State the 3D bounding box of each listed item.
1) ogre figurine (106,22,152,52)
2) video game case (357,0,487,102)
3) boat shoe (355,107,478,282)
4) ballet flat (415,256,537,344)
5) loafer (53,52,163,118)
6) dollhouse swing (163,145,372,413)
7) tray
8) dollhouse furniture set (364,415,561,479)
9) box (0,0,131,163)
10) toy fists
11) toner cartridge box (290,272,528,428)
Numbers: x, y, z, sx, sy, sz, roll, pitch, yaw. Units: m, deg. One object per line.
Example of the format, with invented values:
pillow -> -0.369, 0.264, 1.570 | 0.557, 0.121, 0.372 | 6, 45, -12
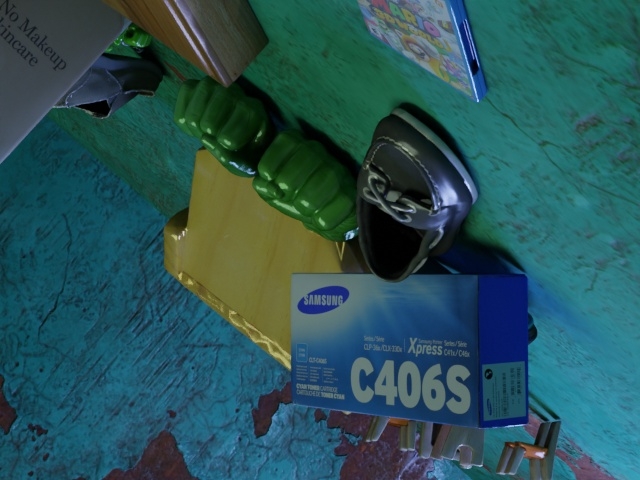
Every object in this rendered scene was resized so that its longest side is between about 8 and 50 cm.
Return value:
ogre figurine -> -0.319, -0.294, 1.989 | 0.118, 0.197, 0.096 | -134, 44, -63
video game case -> 0.069, -0.177, 1.205 | 0.119, 0.015, 0.166 | 37, 170, 24
boat shoe -> 0.087, -0.030, 1.578 | 0.112, 0.095, 0.335 | 38, 171, 13
ballet flat -> 0.165, 0.096, 1.850 | 0.280, 0.095, 0.096 | 36, 128, 57
loafer -> -0.299, -0.208, 2.082 | 0.094, 0.087, 0.251 | 12, -174, 27
dollhouse swing -> 0.000, 0.000, 2.140 | 0.347, 0.315, 0.305 | 37, 128, 21
tray -> -0.197, -0.312, 1.472 | 0.203, 0.076, 0.411 | 37, 171, 25
dollhouse furniture set -> 0.207, 0.262, 2.306 | 0.262, 0.135, 0.259 | 14, 171, -1
box -> -0.354, -0.222, 1.779 | 0.148, 0.311, 0.121 | 45, 170, -29
toy fists -> -0.061, -0.100, 1.863 | 0.279, 0.096, 0.142 | 38, 170, 23
toner cartridge box -> 0.093, 0.118, 1.780 | 0.075, 0.165, 0.348 | 2, 178, -35
